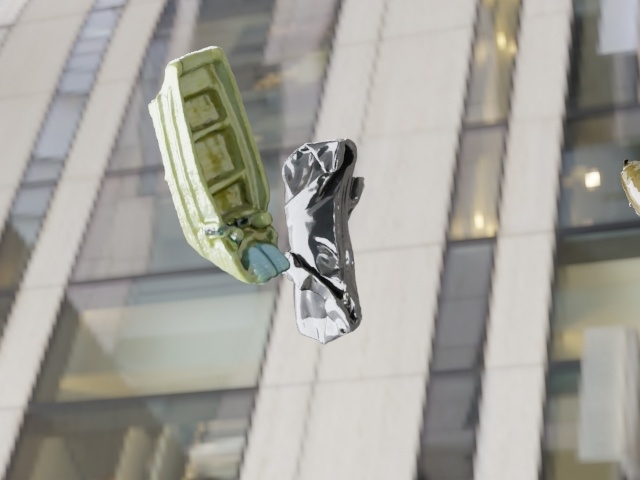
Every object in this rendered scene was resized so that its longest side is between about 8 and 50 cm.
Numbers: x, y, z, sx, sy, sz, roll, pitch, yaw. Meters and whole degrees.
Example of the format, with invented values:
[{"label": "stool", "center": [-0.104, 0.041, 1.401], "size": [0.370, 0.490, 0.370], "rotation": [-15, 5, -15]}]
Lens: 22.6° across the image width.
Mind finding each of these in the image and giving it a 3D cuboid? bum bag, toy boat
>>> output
[{"label": "bum bag", "center": [0.000, 0.000, 1.944], "size": [0.060, 0.123, 0.248], "rotation": [13, -110, -41]}, {"label": "toy boat", "center": [-0.122, -0.080, 1.852], "size": [0.111, 0.084, 0.276], "rotation": [-29, -76, -46]}]

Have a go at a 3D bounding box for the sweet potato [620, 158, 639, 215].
[{"label": "sweet potato", "center": [0.332, -0.014, 0.934], "size": [0.124, 0.310, 0.098], "rotation": [-50, -24, -52]}]
